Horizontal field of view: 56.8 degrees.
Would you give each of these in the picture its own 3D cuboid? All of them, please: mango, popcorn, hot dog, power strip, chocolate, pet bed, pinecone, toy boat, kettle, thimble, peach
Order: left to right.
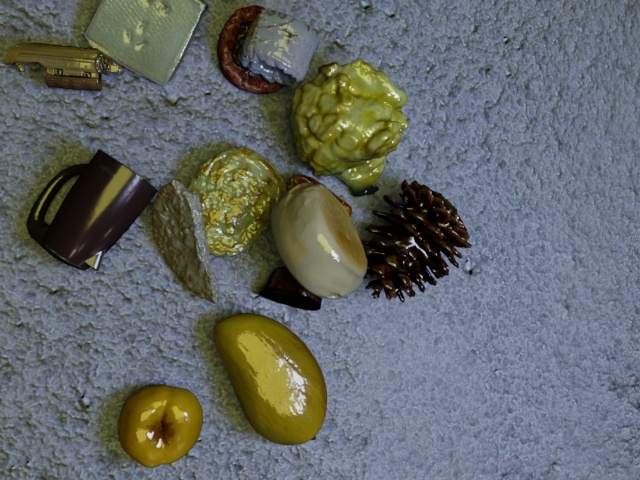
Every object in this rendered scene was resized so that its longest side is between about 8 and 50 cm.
[{"bbox_3d":[-0.531,-0.357,1.224,0.226,0.068,0.088,2,103,-10],"label":"toy boat"},{"bbox_3d":[-0.479,-0.065,1.210,0.202,0.144,0.232,34,82,5],"label":"kettle"},{"bbox_3d":[-0.371,-0.467,1.276,0.198,0.064,0.213,30,101,-17],"label":"power strip"},{"bbox_3d":[-0.340,0.395,1.266,0.179,0.103,0.179,1,87,-16],"label":"peach"},{"bbox_3d":[-0.142,-0.432,1.359,0.201,0.053,0.201,-2,96,-17],"label":"pet bed"},{"bbox_3d":[-0.098,0.303,1.324,0.195,0.142,0.331,-24,94,-21],"label":"mango"},{"bbox_3d":[-0.090,-0.413,1.282,0.151,0.127,0.118,21,86,-13],"label":"thimble"},{"bbox_3d":[-0.057,0.100,1.356,0.149,0.125,0.080,18,68,-13],"label":"chocolate"},{"bbox_3d":[0.000,-0.090,1.400,0.188,0.055,0.072,37,78,-15],"label":"hot dog"},{"bbox_3d":[0.072,-0.264,1.327,0.293,0.293,0.237,-3,72,-18],"label":"popcorn"},{"bbox_3d":[0.205,0.013,1.373,0.246,0.246,0.292,37,87,-14],"label":"pinecone"}]

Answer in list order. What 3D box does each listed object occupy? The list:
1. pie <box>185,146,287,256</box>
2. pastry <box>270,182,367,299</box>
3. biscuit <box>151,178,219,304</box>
[{"bbox_3d":[-0.198,-0.091,1.320,0.201,0.090,0.248,45,79,-11],"label":"pie"},{"bbox_3d":[0.001,0.002,1.275,0.133,0.265,0.265,-32,101,21],"label":"pastry"},{"bbox_3d":[-0.298,0.000,1.269,0.038,0.141,0.289,-43,131,-50],"label":"biscuit"}]
